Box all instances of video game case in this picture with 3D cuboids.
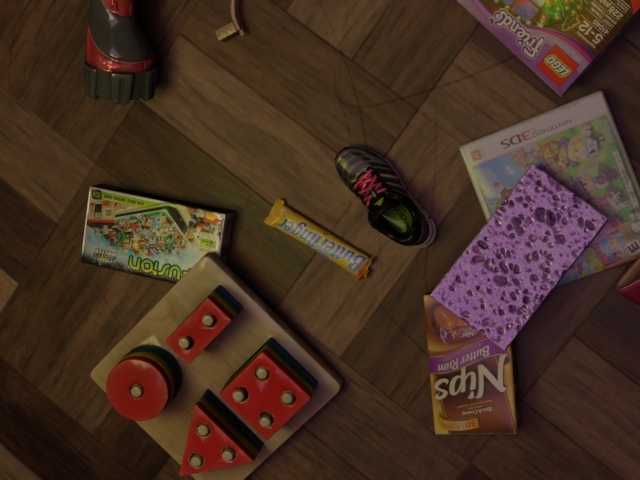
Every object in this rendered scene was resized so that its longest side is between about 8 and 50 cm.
[{"bbox_3d":[0.300,-0.055,1.529,0.193,0.023,0.212,-21,90,19],"label":"video game case"}]

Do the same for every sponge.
[{"bbox_3d":[0.244,0.022,1.509,0.117,0.031,0.210,38,95,10],"label":"sponge"}]

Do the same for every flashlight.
[{"bbox_3d":[-0.257,-0.334,1.588,0.103,0.103,0.304,3,118,-9],"label":"flashlight"}]

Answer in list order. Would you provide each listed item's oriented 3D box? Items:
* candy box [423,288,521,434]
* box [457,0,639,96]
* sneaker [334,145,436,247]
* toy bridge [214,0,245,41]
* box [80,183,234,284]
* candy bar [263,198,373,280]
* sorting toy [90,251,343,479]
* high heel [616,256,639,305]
[{"bbox_3d":[0.197,0.155,1.573,0.109,0.053,0.186,-4,97,17],"label":"candy box"},{"bbox_3d":[0.252,-0.345,1.459,0.293,0.057,0.201,44,126,7],"label":"box"},{"bbox_3d":[0.079,-0.056,1.571,0.063,0.075,0.170,-43,83,17],"label":"sneaker"},{"bbox_3d":[-0.143,-0.358,1.628,0.063,0.026,0.188,-26,89,17],"label":"toy bridge"},{"bbox_3d":[-0.227,-0.004,1.693,0.207,0.036,0.114,11,100,16],"label":"box"},{"bbox_3d":[0.000,0.000,1.633,0.161,0.018,0.040,32,105,12],"label":"candy bar"},{"bbox_3d":[-0.151,0.198,1.644,0.257,0.089,0.255,44,108,-3],"label":"sorting toy"},{"bbox_3d":[0.444,-0.027,1.446,0.117,0.082,0.244,13,114,-12],"label":"high heel"}]
